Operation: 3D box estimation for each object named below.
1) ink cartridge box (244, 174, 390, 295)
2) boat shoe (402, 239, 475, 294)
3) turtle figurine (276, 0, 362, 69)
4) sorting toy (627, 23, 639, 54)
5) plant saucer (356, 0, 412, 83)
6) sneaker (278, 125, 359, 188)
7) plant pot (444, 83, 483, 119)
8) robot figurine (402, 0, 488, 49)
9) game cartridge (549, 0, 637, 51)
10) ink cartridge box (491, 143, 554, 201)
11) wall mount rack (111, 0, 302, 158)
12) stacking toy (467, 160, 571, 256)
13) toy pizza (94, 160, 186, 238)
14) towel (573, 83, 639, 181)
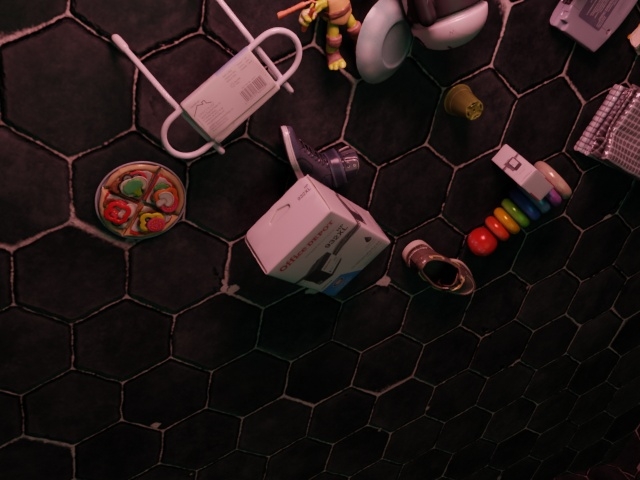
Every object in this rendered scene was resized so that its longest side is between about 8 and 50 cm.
[{"bbox_3d":[0.000,0.000,1.461,0.223,0.129,0.307,-44,147,15],"label":"ink cartridge box"},{"bbox_3d":[0.381,0.105,1.799,0.324,0.097,0.117,31,105,-38],"label":"boat shoe"},{"bbox_3d":[0.026,-0.473,1.231,0.269,0.087,0.217,-39,142,-16],"label":"turtle figurine"},{"bbox_3d":[0.895,-0.555,1.628,0.083,0.045,0.075,-47,136,10],"label":"sorting toy"},{"bbox_3d":[0.155,-0.439,1.302,0.195,0.037,0.195,-33,139,-33],"label":"plant saucer"},{"bbox_3d":[0.000,-0.207,1.397,0.163,0.086,0.226,-23,138,2],"label":"sneaker"},{"bbox_3d":[0.371,-0.344,1.494,0.083,0.079,0.083,-13,127,-17],"label":"plant pot"},{"bbox_3d":[0.245,-0.541,1.221,0.209,0.173,0.278,-27,116,-11],"label":"robot figurine"},{"bbox_3d":[0.727,-0.641,1.478,0.195,0.060,0.294,17,114,-30],"label":"game cartridge"},{"bbox_3d":[0.568,-0.192,1.650,0.109,0.150,0.063,27,112,-37],"label":"ink cartridge box"},{"bbox_3d":[-0.224,-0.347,1.183,0.350,0.130,0.304,-40,134,4],"label":"wall mount rack"},{"bbox_3d":[0.575,-0.080,1.753,0.330,0.141,0.141,-43,130,14],"label":"stacking toy"},{"bbox_3d":[-0.405,-0.084,1.331,0.201,0.032,0.201,-13,127,-17],"label":"toy pizza"},{"bbox_3d":[0.939,-0.319,1.759,0.283,0.121,0.235,14,114,-32],"label":"towel"}]
